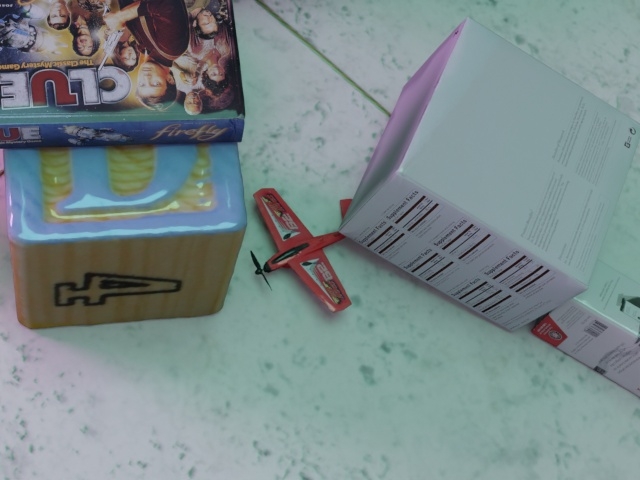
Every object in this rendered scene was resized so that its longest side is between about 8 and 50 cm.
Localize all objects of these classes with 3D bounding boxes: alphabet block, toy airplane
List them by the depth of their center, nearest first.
[{"bbox_3d":[-0.179,-0.047,1.097,0.194,0.197,0.192,-2,67,-12],"label":"alphabet block"},{"bbox_3d":[0.000,0.000,1.206,0.151,0.028,0.151,4,61,-7],"label":"toy airplane"}]

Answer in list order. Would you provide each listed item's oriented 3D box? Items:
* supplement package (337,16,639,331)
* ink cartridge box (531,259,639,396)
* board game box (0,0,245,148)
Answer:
[{"bbox_3d":[0.160,-0.058,1.181,0.203,0.149,0.194,30,62,-9],"label":"supplement package"},{"bbox_3d":[0.285,0.085,1.187,0.135,0.099,0.056,31,63,2],"label":"ink cartridge box"},{"bbox_3d":[-0.190,-0.156,1.010,0.243,0.042,0.165,-3,67,-13],"label":"board game box"}]
